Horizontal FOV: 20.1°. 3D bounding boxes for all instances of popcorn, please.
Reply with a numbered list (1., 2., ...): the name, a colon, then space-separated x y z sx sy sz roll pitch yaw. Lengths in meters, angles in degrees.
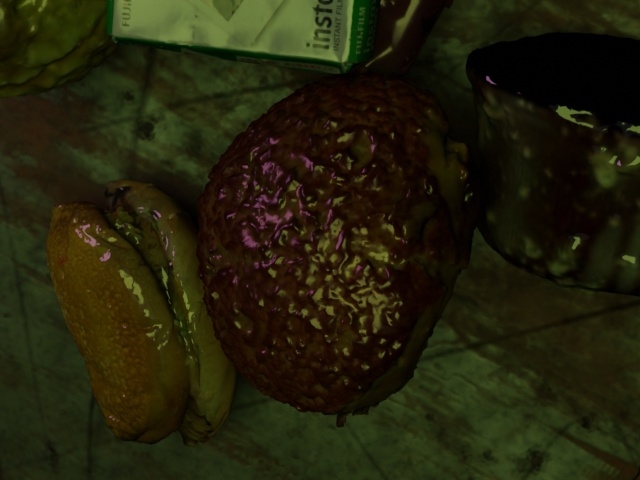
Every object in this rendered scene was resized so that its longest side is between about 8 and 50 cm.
1. popcorn: -0.301 -0.262 1.719 0.282 0.247 0.282 0 96 1

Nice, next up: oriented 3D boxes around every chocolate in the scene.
1. chocolate: 0.289 -0.050 1.654 0.340 0.225 0.210 12 115 9

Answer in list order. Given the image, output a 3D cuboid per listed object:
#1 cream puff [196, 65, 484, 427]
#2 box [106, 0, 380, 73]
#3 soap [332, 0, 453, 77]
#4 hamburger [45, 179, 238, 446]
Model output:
1. cream puff: 0.002 -0.005 1.652 0.229 0.350 0.350 22 105 -17
2. box: -0.063 -0.252 1.617 0.250 0.103 0.180 7 104 13
3. soap: 0.050 -0.314 1.695 0.220 0.127 0.325 32 106 7
4. hamburger: -0.157 0.075 1.785 0.157 0.144 0.283 -12 99 55
